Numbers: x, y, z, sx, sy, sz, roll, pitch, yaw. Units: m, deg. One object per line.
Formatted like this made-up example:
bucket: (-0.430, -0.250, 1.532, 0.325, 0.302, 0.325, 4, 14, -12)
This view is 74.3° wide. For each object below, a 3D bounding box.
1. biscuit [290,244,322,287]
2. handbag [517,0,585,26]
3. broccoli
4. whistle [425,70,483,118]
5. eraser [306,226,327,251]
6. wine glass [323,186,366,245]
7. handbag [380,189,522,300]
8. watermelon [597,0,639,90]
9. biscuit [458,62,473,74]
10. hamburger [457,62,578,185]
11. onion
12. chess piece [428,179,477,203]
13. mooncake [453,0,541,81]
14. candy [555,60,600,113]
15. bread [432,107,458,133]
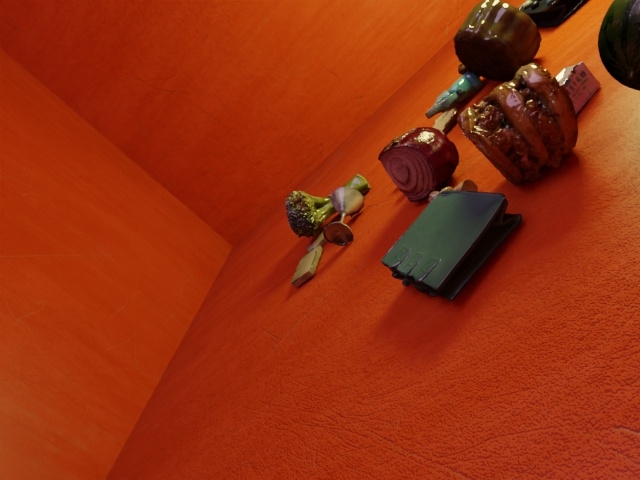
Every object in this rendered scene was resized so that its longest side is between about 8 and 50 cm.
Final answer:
biscuit: (-0.054, 0.106, 1.780, 0.121, 0.040, 0.199, -40, 16, 32)
handbag: (0.948, -0.976, 1.661, 0.269, 0.118, 0.326, -41, 19, 18)
broccoli: (0.015, -0.161, 1.942, 0.397, 0.275, 0.353, -17, 29, 36)
whistle: (0.562, -0.610, 1.777, 0.274, 0.093, 0.186, -37, -2, 16)
eraser: (0.000, 0.000, 1.923, 0.150, 0.023, 0.104, -48, 16, -2)
wine glass: (0.092, -0.096, 1.716, 0.156, 0.156, 0.232, -35, 25, 36)
handbag: (0.305, 0.009, 1.006, 0.274, 0.100, 0.268, -50, 20, -8)
watermelon: (0.664, -0.400, 0.794, 0.242, 0.242, 0.242, -42, 17, 16)
biscuit: (0.650, -0.728, 1.744, 0.170, 0.170, 0.050, -160, 68, -73)
hamburger: (0.464, -0.260, 0.983, 0.211, 0.245, 0.260, -36, -11, 21)
onion: (0.339, -0.273, 1.379, 0.206, 0.216, 0.207, -21, 23, 50)
chess piece: (0.374, -0.130, 1.228, 0.060, 0.060, 0.172, -53, 15, -19)
mooncake: (0.630, -0.706, 1.528, 0.161, 0.290, 0.290, -55, 16, 3)
candy: (0.625, -0.369, 1.082, 0.160, 0.092, 0.073, -48, 14, -8)
bread: (0.506, -0.475, 1.726, 0.126, 0.044, 0.129, -57, 20, -9)
